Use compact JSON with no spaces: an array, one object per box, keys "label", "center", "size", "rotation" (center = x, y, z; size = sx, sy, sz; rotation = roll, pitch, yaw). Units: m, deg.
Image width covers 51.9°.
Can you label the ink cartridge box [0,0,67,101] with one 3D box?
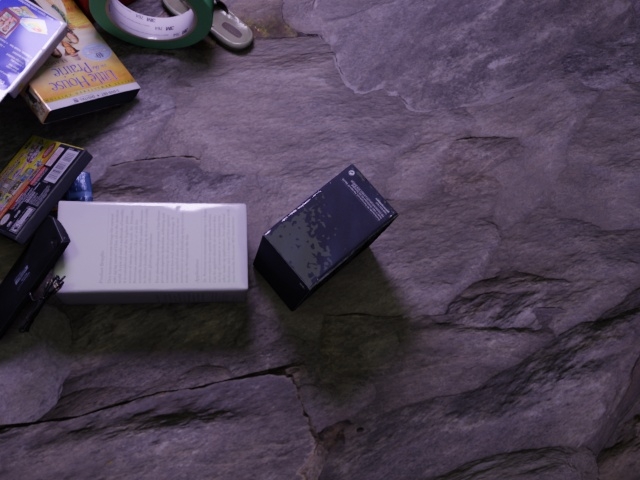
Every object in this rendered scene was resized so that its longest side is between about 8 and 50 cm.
[{"label":"ink cartridge box","center":[-0.812,-0.473,1.539],"size":[0.303,0.072,0.307],"rotation":[31,66,-9]}]

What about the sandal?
[{"label":"sandal","center":[-0.324,-0.671,1.915],"size":[0.302,0.086,0.120],"rotation":[31,70,0]}]

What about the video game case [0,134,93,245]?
[{"label":"video game case","center":[-0.725,-0.134,1.633],"size":[0.248,0.035,0.275],"rotation":[17,66,34]}]

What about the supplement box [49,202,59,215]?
[{"label":"supplement box","center":[-0.703,-0.107,1.698],"size":[0.055,0.043,0.083],"rotation":[-9,76,-13]}]

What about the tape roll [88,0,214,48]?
[{"label":"tape roll","center":[-0.447,-0.632,1.757],"size":[0.321,0.321,0.077],"rotation":[3,73,-10]}]

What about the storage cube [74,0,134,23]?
[{"label":"storage cube","center":[-0.626,-0.761,1.830],"size":[0.215,0.193,0.184],"rotation":[-37,83,-19]}]

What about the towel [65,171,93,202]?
[{"label":"towel","center":[-0.632,-0.123,1.723],"size":[0.067,0.029,0.119],"rotation":[-7,75,-13]}]

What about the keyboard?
[{"label":"keyboard","center":[-0.672,0.109,1.527],"size":[0.317,0.033,0.201],"rotation":[-50,51,15]}]

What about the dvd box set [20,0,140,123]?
[{"label":"dvd box set","center":[-0.713,-0.514,1.719],"size":[0.420,0.062,0.307],"rotation":[53,40,4]}]

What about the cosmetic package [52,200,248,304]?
[{"label":"cosmetic package","center":[-0.413,0.035,1.646],"size":[0.453,0.161,0.230],"rotation":[1,74,-10]}]

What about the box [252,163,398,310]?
[{"label":"box","center":[0.000,0.000,1.662],"size":[0.294,0.296,0.183],"rotation":[-40,85,-19]}]
